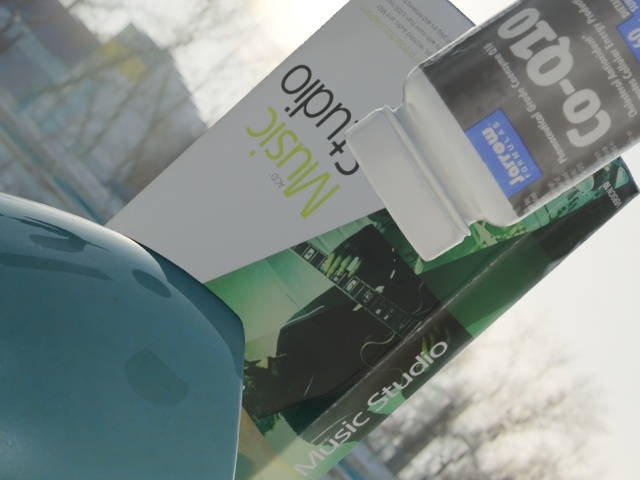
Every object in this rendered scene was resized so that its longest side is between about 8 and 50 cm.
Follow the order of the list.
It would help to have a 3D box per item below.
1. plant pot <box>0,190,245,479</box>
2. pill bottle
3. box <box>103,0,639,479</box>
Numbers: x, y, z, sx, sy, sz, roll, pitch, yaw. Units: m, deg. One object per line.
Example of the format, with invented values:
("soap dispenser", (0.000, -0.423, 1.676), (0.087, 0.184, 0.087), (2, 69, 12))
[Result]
("plant pot", (-0.163, 0.112, 0.718), (0.235, 0.293, 0.293), (9, -9, -6))
("pill bottle", (0.083, -0.055, 0.614), (0.078, 0.137, 0.078), (56, 5, -8))
("box", (0.000, 0.000, 0.917), (0.232, 0.322, 0.058), (50, 5, 39))
